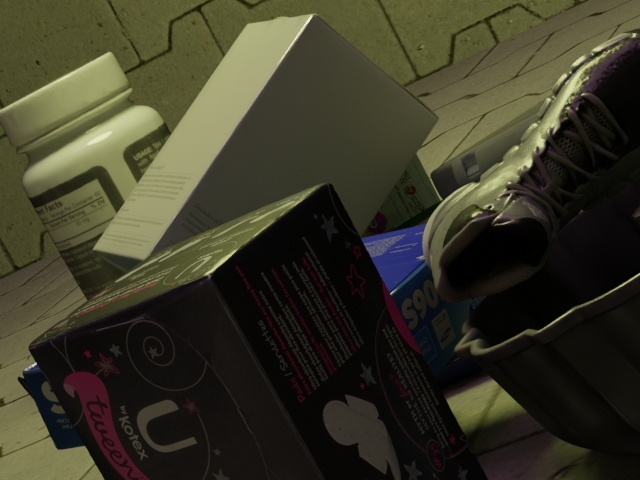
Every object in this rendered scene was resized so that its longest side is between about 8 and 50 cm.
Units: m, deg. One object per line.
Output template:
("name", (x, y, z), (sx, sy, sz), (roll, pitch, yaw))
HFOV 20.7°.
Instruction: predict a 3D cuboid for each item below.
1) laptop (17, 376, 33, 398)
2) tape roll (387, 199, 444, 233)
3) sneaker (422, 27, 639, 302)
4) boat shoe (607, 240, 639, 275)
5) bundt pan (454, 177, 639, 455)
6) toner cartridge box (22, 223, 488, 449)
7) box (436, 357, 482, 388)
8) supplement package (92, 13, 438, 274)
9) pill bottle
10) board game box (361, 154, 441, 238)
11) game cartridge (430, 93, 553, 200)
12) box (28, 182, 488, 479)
("laptop", (-0.121, 0.129, 1.614), (0.264, 0.136, 0.234), (-30, 10, -12))
("tape roll", (0.170, 0.003, 1.644), (0.321, 0.077, 0.321), (-27, 10, 5))
("sneaker", (0.158, -0.036, 1.135), (0.229, 0.086, 0.132), (-47, 7, 16))
("boat shoe", (0.228, 0.024, 1.335), (0.065, 0.083, 0.183), (-29, 9, -4))
("bundt pan", (0.250, 0.017, 1.091), (0.331, 0.124, 0.331), (-37, 5, 4))
("toner cartridge box", (-0.044, 0.072, 1.335), (0.348, 0.075, 0.165), (-13, 17, 35))
("box", (0.038, 0.082, 1.477), (0.225, 0.036, 0.136), (-24, 53, 15))
("supplement package", (-0.055, -0.055, 1.738), (0.293, 0.175, 0.177), (-57, 21, -10))
("pill bottle", (-0.258, -0.047, 2.271), (0.204, 0.361, 0.204), (-27, 9, 5))
("board game box", (0.000, 0.000, 1.941), (0.275, 0.144, 0.142), (-27, 9, 3))
("game cartridge", (0.262, -0.129, 1.578), (0.230, 0.068, 0.355), (-37, 4, -25))
("box", (-0.029, 0.120, 1.047), (0.163, 0.247, 0.142), (-22, 10, 37))
